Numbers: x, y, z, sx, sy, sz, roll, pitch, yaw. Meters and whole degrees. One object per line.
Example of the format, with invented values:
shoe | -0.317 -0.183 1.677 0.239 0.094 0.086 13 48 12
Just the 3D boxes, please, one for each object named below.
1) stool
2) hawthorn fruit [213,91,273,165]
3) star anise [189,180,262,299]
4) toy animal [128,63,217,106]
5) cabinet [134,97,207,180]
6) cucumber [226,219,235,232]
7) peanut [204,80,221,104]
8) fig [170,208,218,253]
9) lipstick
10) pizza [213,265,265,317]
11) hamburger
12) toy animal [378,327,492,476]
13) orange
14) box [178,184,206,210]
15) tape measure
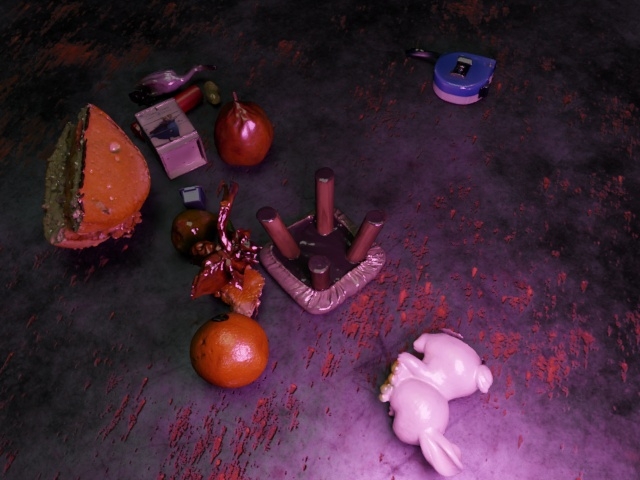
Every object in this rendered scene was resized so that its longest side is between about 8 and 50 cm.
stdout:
stool | 0.000 0.000 1.685 0.310 0.226 0.310 -38 61 -20
hawthorn fruit | -0.260 -0.369 1.928 0.208 0.248 0.208 -4 51 5
star anise | -0.271 0.005 1.655 0.237 0.148 0.346 10 84 35
toy animal | -0.556 -0.579 2.168 0.324 0.090 0.195 -35 48 -23
cabinet | -0.498 -0.340 1.980 0.145 0.150 0.206 -28 60 -15
cucumber | -0.268 -0.008 1.815 0.039 0.039 0.168 -22 58 -11
peanut | -0.395 -0.538 2.164 0.054 0.054 0.113 -17 60 -8
fig | -0.379 -0.038 1.812 0.127 0.133 0.185 -5 16 18
lipstick | -0.543 -0.456 2.106 0.280 0.073 0.073 -40 63 -19
pizza | -0.228 0.142 1.697 0.147 0.069 0.226 -35 53 -26
hamburger | -0.670 -0.155 1.810 0.268 0.287 0.445 -32 52 31
toy animal | 0.278 0.387 1.438 0.247 0.183 0.310 26 62 19
orange | -0.237 0.284 1.532 0.206 0.206 0.206 -1 57 2
box | -0.401 -0.130 1.871 0.074 0.099 0.054 -12 72 -4
tape measure | 0.447 -0.613 2.144 0.351 0.098 0.215 17 58 16
